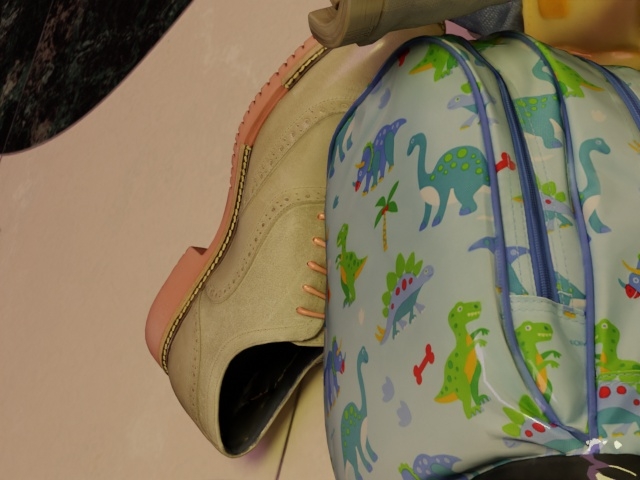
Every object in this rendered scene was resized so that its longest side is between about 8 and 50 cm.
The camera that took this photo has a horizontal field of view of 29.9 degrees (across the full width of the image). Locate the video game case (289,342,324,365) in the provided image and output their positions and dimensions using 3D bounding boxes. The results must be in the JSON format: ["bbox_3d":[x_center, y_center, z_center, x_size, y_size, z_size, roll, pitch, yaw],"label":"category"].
[{"bbox_3d":[0.034,0.024,0.987,0.166,0.015,0.119,-31,50,33],"label":"video game case"}]

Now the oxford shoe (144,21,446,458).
[{"bbox_3d":[0.000,0.000,0.910,0.397,0.140,0.146,-61,42,32],"label":"oxford shoe"}]

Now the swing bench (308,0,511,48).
[{"bbox_3d":[0.100,-0.235,0.703,0.253,0.165,0.255,-14,60,-8],"label":"swing bench"}]

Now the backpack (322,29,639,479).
[{"bbox_3d":[0.122,0.043,0.717,0.290,0.273,0.356,126,164,-59],"label":"backpack"}]

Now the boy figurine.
[{"bbox_3d":[0.181,-0.169,0.843,0.285,0.092,0.177,24,120,33],"label":"boy figurine"}]

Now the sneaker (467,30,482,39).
[{"bbox_3d":[0.169,-0.227,0.930,0.170,0.071,0.068,-42,45,26],"label":"sneaker"}]
